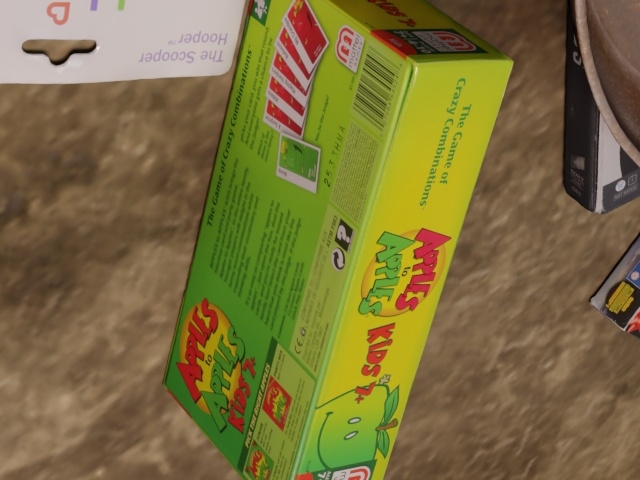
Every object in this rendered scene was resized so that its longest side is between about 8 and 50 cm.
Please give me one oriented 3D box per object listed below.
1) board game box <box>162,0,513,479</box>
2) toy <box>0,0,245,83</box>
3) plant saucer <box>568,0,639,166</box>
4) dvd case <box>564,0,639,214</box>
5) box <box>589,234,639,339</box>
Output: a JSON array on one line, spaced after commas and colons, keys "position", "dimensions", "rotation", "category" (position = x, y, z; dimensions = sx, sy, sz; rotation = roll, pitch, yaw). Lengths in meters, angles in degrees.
[{"position": [0.000, 0.000, 0.561], "dimensions": [0.043, 0.092, 0.181], "rotation": [-5, 123, -35], "category": "board game box"}, {"position": [-0.048, -0.141, 0.447], "dimensions": [0.137, 0.056, 0.237], "rotation": [-6, 123, -34], "category": "toy"}, {"position": [0.204, -0.160, 0.595], "dimensions": [0.311, 0.050, 0.310], "rotation": [-21, 132, -25], "category": "plant saucer"}, {"position": [0.176, -0.142, 0.644], "dimensions": [0.179, 0.029, 0.238], "rotation": [-25, 132, -22], "category": "dvd case"}, {"position": [0.201, 0.019, 0.782], "dimensions": [0.137, 0.027, 0.094], "rotation": [26, 103, -46], "category": "box"}]
